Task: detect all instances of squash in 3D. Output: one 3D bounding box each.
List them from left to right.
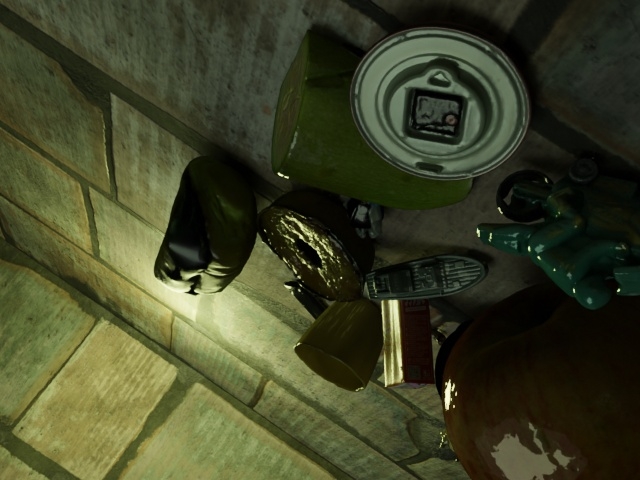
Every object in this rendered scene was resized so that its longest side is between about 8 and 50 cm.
[{"bbox_3d":[0.095,-0.167,1.253,0.308,0.210,0.234,9,158,-13],"label":"squash"}]

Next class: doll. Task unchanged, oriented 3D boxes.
[{"bbox_3d":[0.081,-0.063,1.450,0.096,0.070,0.195,42,153,23],"label":"doll"}]

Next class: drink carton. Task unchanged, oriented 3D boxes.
[{"bbox_3d":[0.173,0.182,1.596,0.070,0.223,0.096,4,162,-18],"label":"drink carton"}]

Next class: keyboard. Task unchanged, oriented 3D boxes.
[{"bbox_3d":[-0.004,0.183,2.058,0.093,0.025,0.230,5,142,51],"label":"keyboard"}]

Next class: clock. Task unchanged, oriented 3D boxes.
[{"bbox_3d":[0.158,-0.178,1.059,0.244,0.056,0.244,11,133,12],"label":"clock"}]

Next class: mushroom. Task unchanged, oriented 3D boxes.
[{"bbox_3d":[0.216,0.210,1.773,0.129,0.072,0.088,19,121,27],"label":"mushroom"}]

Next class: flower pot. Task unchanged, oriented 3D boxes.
[{"bbox_3d":[0.061,0.231,1.874,0.195,0.179,0.195,27,155,14],"label":"flower pot"}]

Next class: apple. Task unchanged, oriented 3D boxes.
[{"bbox_3d":[0.390,0.246,1.226,0.334,0.400,0.400,59,151,-11],"label":"apple"}]

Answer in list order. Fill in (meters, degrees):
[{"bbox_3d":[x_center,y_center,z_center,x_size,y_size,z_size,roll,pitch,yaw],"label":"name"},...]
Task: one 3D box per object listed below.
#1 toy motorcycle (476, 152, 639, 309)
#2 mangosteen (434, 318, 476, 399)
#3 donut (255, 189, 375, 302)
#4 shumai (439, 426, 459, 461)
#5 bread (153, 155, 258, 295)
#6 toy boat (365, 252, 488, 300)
[{"bbox_3d":[0.357,-0.003,1.053,0.296,0.198,0.109,19,156,34],"label":"toy motorcycle"},{"bbox_3d":[0.326,0.252,1.582,0.211,0.211,0.250,38,-175,-6],"label":"mangosteen"},{"bbox_3d":[0.000,0.000,1.636,0.272,0.107,0.272,27,150,18],"label":"donut"},{"bbox_3d":[0.422,0.439,1.851,0.262,0.266,0.314,-128,36,-48],"label":"shumai"},{"bbox_3d":[-0.249,-0.016,1.758,0.208,0.251,0.376,12,158,-9],"label":"bread"},{"bbox_3d":[0.194,0.070,1.482,0.260,0.085,0.078,-11,87,37],"label":"toy boat"}]
